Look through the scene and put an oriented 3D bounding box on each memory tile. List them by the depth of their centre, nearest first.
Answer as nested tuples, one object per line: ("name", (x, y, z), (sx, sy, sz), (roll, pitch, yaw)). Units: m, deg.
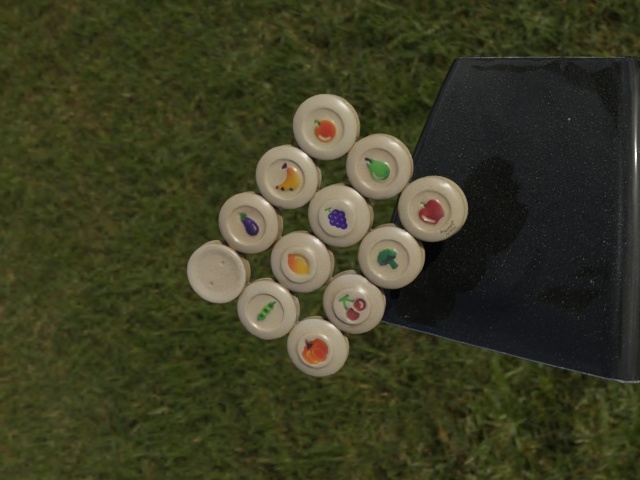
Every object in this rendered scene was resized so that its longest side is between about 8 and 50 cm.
("memory tile", (0.000, 0.000, 0.579), (0.113, 0.012, 0.148), (39, 112, 2))

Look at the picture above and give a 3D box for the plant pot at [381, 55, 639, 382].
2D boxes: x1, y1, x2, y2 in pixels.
("plant pot", (0.160, -0.026, 0.623), (0.188, 0.187, 0.167), (9, 99, 46))
